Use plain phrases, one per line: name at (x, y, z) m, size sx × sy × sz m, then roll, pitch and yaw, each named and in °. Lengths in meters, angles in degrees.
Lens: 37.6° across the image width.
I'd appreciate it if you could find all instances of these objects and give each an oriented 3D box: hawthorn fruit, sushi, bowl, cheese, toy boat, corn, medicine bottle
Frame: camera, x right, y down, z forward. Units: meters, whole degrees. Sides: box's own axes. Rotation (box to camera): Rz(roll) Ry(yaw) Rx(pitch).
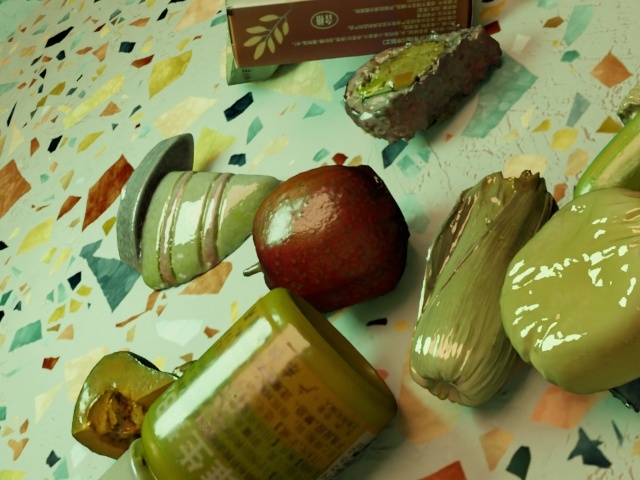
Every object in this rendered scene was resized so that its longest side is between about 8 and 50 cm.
hawthorn fruit at (0.000, 0.000, 1.290) m, size 0.249 × 0.215 × 0.215 m, roll -15°, pitch 48°, yaw 18°
sushi at (0.147, -0.249, 1.454) m, size 0.241 × 0.107 × 0.161 m, roll -43°, pitch 39°, yaw -8°
bowl at (-0.118, -0.395, 1.779) m, size 0.112 × 0.211 × 0.211 m, roll 0°, pitch 44°, yaw -11°
cheese at (0.298, 0.054, 0.982) m, size 0.226 × 0.117 × 0.214 m, roll -46°, pitch 24°, yaw 16°
toy boat at (-0.242, -0.044, 1.645) m, size 0.293 × 0.111 × 0.276 m, roll 28°, pitch 86°, yaw 40°
corn at (0.200, 0.052, 1.137) m, size 0.123 × 0.122 × 0.305 m, roll -3°, pitch 54°, yaw 40°
medicine bottle at (-0.109, 0.261, 1.166) m, size 0.384 × 0.224 × 0.224 m, roll -45°, pitch 39°, yaw 4°

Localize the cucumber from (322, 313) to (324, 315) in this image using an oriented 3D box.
cucumber at (-0.027, 0.079, 1.393) m, size 0.067 × 0.035 × 0.107 m, roll -21°, pitch 41°, yaw 3°

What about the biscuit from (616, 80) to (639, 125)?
biscuit at (0.462, -0.227, 1.187) m, size 0.219 × 0.055 × 0.061 m, roll -48°, pitch 49°, yaw -1°

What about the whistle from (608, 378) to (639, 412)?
whistle at (0.413, 0.052, 0.992) m, size 0.304 × 0.062 × 0.062 m, roll -47°, pitch 39°, yaw 0°

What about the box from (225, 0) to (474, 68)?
box at (0.034, -0.456, 1.583) m, size 0.385 × 0.122 × 0.345 m, roll -6°, pitch 46°, yaw 0°

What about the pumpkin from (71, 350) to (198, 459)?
pumpkin at (-0.260, 0.224, 1.412) m, size 0.248 × 0.131 × 0.126 m, roll -25°, pitch 44°, yaw 23°

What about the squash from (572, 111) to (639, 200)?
squash at (0.374, -0.090, 1.124) m, size 0.188 × 0.095 × 0.095 m, roll -42°, pitch 39°, yaw 8°
